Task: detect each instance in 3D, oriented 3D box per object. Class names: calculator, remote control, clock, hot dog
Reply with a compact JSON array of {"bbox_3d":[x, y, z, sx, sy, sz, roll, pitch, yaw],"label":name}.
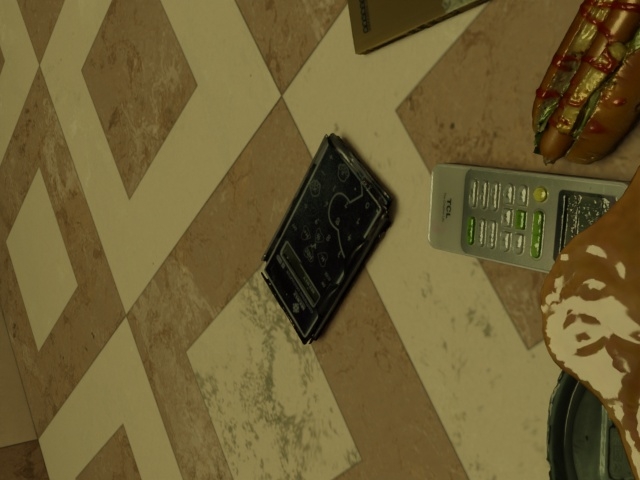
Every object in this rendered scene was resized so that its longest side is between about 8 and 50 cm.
[{"bbox_3d":[-0.001,0.000,1.105,0.166,0.028,0.274,54,132,32],"label":"calculator"},{"bbox_3d":[0.213,-0.023,0.839,0.250,0.034,0.103,15,106,48],"label":"remote control"},{"bbox_3d":[0.291,0.180,0.706,0.226,0.049,0.226,-34,50,55],"label":"clock"},{"bbox_3d":[0.263,-0.172,0.730,0.104,0.076,0.250,50,127,34],"label":"hot dog"}]

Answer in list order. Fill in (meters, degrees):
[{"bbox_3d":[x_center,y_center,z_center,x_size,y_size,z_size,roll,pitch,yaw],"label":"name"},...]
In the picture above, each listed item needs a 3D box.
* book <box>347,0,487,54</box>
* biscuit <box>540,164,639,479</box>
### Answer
[{"bbox_3d":[0.132,-0.358,0.908,0.310,0.021,0.217,-11,86,50],"label":"book"},{"bbox_3d":[0.358,0.053,0.492,0.385,0.062,0.365,-36,71,11],"label":"biscuit"}]
